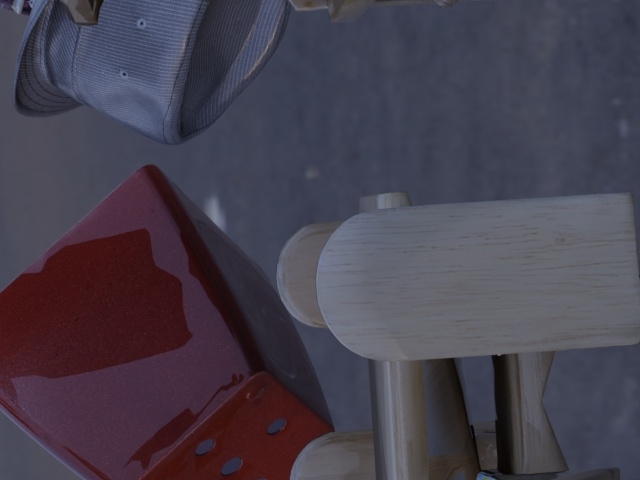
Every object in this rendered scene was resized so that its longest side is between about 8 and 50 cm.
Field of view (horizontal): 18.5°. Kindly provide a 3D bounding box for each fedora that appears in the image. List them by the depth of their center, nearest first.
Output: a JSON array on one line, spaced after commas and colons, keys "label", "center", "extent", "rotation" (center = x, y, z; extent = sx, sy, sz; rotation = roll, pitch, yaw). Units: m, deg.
[{"label": "fedora", "center": [-0.114, -0.171, 1.549], "extent": [0.124, 0.244, 0.275], "rotation": [41, 124, 18]}]

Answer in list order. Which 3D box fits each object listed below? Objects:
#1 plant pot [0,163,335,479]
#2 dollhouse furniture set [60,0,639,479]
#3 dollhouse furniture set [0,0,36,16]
[{"label": "plant pot", "center": [-0.144, 0.138, 1.870], "extent": [0.236, 0.267, 0.267], "rotation": [48, -179, 36]}, {"label": "dollhouse furniture set", "center": [0.000, 0.000, 1.025], "extent": [0.362, 0.256, 0.394], "rotation": [-179, 85, -86]}, {"label": "dollhouse furniture set", "center": [-0.285, -0.269, 1.847], "extent": [0.081, 0.091, 0.114], "rotation": [-144, 69, -68]}]
